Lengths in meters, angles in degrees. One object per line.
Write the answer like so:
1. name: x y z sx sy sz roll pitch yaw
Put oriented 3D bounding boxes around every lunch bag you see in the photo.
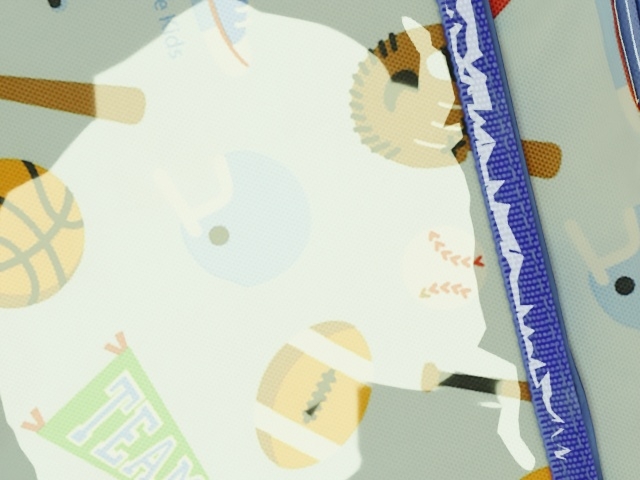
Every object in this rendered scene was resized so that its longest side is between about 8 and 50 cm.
1. lunch bag: 0.000 0.000 0.516 0.243 0.115 0.303 -13 99 2
